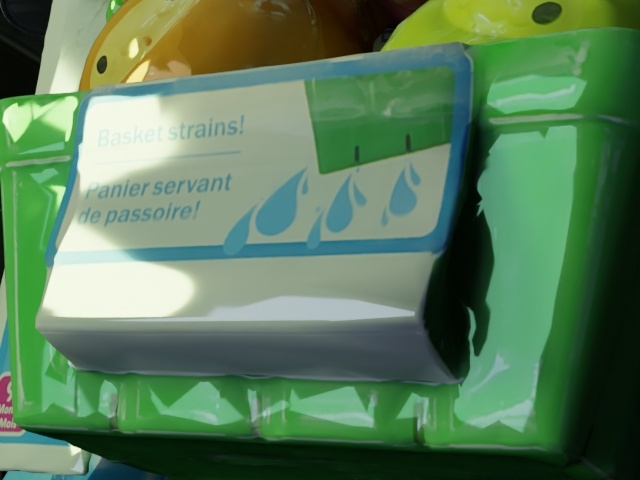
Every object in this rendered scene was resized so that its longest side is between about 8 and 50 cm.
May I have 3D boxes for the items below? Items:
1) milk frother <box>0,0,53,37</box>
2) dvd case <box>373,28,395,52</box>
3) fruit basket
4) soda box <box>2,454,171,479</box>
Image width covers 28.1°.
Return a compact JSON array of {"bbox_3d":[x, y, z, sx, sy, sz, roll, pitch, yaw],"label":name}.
[{"bbox_3d":[-0.225,-0.202,0.970,0.143,0.129,0.135,79,171,-54],"label":"milk frother"},{"bbox_3d":[0.110,-0.046,0.492,0.238,0.029,0.179,-3,78,30],"label":"dvd case"},{"bbox_3d":[0.019,-0.089,0.442,0.327,0.165,0.353,-1,76,29],"label":"fruit basket"},{"bbox_3d":[-0.136,0.140,0.777,0.210,0.067,0.071,-56,44,27],"label":"soda box"}]
